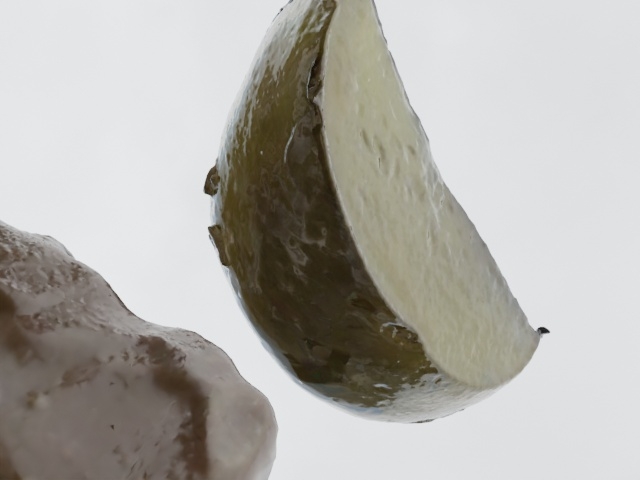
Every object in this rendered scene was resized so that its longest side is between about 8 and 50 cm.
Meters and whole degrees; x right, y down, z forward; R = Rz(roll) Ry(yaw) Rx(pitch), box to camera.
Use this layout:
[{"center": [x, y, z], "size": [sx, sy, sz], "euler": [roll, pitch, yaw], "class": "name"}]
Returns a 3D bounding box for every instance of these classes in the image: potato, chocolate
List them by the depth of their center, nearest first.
[{"center": [-0.124, 0.048, 0.440], "size": [0.214, 0.093, 0.148], "euler": [37, -37, 5], "class": "chocolate"}, {"center": [0.000, 0.000, 0.638], "size": [0.138, 0.098, 0.243], "euler": [-4, -52, 38], "class": "potato"}]
